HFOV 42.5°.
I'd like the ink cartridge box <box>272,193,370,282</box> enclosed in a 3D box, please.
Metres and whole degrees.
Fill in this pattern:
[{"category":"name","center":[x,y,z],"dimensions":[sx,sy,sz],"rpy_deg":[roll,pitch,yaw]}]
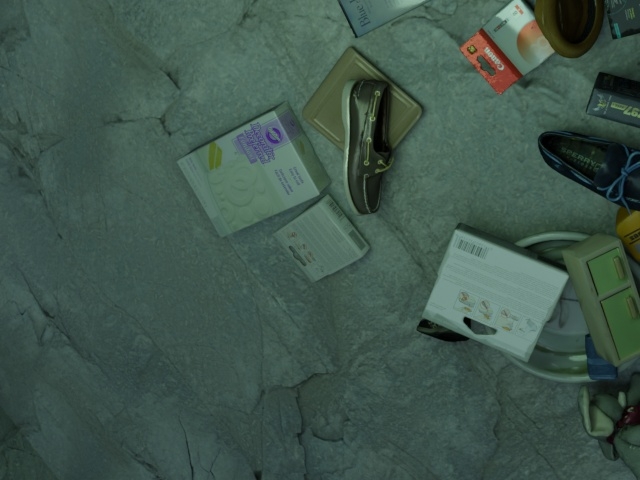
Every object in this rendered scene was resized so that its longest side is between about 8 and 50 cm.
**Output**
[{"category":"ink cartridge box","center":[0.000,0.000,2.165],"dimensions":[0.181,0.056,0.225],"rpy_deg":[51,140,-7]}]

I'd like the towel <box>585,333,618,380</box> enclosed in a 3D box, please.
[{"category":"towel","center":[0.649,0.268,1.905],"dimensions":[0.067,0.029,0.119],"rpy_deg":[-3,114,23]}]

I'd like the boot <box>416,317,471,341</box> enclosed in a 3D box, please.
[{"category":"boot","center":[0.327,0.160,2.066],"dimensions":[0.085,0.236,0.178],"rpy_deg":[19,79,-13]}]

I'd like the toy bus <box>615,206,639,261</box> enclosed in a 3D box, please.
[{"category":"toy bus","center":[0.789,-0.094,1.744],"dimensions":[0.333,0.108,0.130],"rpy_deg":[-35,97,32]}]

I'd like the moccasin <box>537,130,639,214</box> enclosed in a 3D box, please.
[{"category":"moccasin","center":[0.602,-0.140,1.722],"dimensions":[0.342,0.117,0.137],"rpy_deg":[22,95,36]}]

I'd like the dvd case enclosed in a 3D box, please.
[{"category":"dvd case","center":[0.146,-0.585,1.828],"dimensions":[0.253,0.022,0.180],"rpy_deg":[-21,105,29]}]

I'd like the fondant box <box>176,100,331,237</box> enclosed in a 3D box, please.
[{"category":"fondant box","center":[-0.173,-0.177,2.113],"dimensions":[0.330,0.096,0.238],"rpy_deg":[-23,104,28]}]

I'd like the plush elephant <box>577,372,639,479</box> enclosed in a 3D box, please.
[{"category":"plush elephant","center":[0.746,0.442,1.960],"dimensions":[0.330,0.272,0.255],"rpy_deg":[-35,58,0]}]

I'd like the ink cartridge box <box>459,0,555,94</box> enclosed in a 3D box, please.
[{"category":"ink cartridge box","center":[0.407,-0.420,1.786],"dimensions":[0.179,0.045,0.145],"rpy_deg":[-40,95,29]}]

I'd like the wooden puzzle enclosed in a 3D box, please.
[{"category":"wooden puzzle","center":[0.098,-0.308,1.973],"dimensions":[0.239,0.044,0.221],"rpy_deg":[43,123,4]}]

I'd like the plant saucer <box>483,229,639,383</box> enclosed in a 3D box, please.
[{"category":"plant saucer","center":[0.583,0.145,1.949],"dimensions":[0.401,0.100,0.400],"rpy_deg":[10,118,19]}]

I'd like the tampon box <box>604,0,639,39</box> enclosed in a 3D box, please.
[{"category":"tampon box","center":[0.648,-0.481,1.622],"dimensions":[0.161,0.101,0.120],"rpy_deg":[-10,110,25]}]

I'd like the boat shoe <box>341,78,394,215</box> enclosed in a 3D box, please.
[{"category":"boat shoe","center":[0.116,-0.211,1.914],"dimensions":[0.097,0.117,0.324],"rpy_deg":[6,108,28]}]

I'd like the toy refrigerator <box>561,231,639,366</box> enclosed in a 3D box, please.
[{"category":"toy refrigerator","center":[0.627,0.129,1.787],"dimensions":[0.102,0.094,0.269],"rpy_deg":[-24,105,-5]}]

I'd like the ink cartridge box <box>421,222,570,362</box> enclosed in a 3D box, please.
[{"category":"ink cartridge box","center":[0.402,0.120,1.904],"dimensions":[0.275,0.060,0.238],"rpy_deg":[23,114,11]}]

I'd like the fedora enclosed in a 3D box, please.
[{"category":"fedora","center":[0.495,-0.469,1.682],"dimensions":[0.079,0.194,0.194],"rpy_deg":[13,126,58]}]

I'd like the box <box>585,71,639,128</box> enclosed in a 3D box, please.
[{"category":"box","center":[0.634,-0.274,1.649],"dimensions":[0.183,0.233,0.059],"rpy_deg":[19,114,13]}]
